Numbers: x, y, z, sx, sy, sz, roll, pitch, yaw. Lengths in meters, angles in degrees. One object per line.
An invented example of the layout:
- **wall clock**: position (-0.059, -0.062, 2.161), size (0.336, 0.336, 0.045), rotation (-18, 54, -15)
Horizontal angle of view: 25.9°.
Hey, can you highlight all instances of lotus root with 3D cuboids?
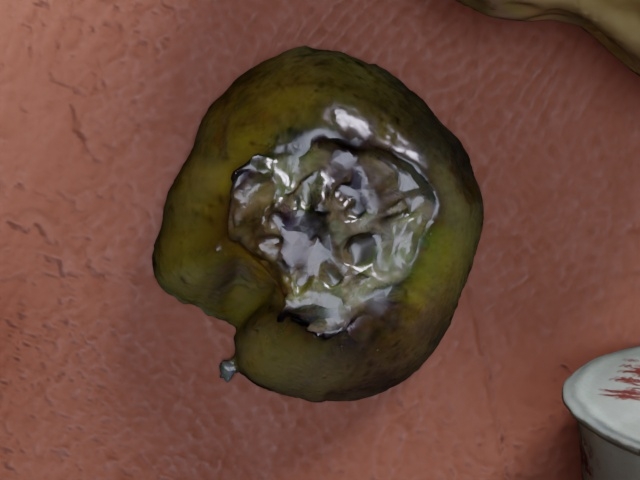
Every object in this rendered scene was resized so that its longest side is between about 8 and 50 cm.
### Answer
- **lotus root**: position (0.002, -0.004, 0.784), size (0.183, 0.078, 0.204), rotation (17, 94, -3)

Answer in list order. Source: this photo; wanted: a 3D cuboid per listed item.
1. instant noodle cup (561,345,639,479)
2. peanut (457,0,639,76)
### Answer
- **instant noodle cup**: position (0.243, 0.166, 0.741), size (0.234, 0.235, 0.178), rotation (0, 102, -3)
- **peanut**: position (0.140, -0.179, 0.749), size (0.313, 0.152, 0.152), rotation (29, 91, -8)
